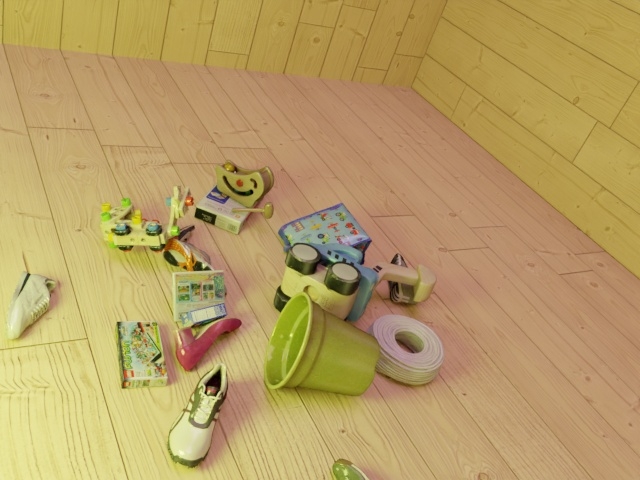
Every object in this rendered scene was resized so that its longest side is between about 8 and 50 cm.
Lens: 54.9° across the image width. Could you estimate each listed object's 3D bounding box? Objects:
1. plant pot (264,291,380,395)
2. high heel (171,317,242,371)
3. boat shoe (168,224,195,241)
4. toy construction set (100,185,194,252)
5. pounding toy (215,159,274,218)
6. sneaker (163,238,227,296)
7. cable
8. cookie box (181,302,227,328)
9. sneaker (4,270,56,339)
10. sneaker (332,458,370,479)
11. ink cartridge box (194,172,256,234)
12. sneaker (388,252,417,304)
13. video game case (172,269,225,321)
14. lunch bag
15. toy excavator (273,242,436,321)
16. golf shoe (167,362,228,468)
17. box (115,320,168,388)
[{"bbox_3d":[0.015,0.315,1.718,0.254,0.276,0.276,23,31,-19],"label":"plant pot"},{"bbox_3d":[-0.305,0.288,1.740,0.244,0.082,0.117,-4,72,-55],"label":"high heel"},{"bbox_3d":[-0.469,-0.017,2.095,0.043,0.049,0.137,64,31,-11],"label":"boat shoe"},{"bbox_3d":[-0.553,-0.061,1.951,0.328,0.151,0.215,-12,29,15],"label":"toy construction set"},{"bbox_3d":[-0.276,-0.199,2.249,0.270,0.154,0.155,30,34,14],"label":"pounding toy"},{"bbox_3d":[-0.373,0.086,1.958,0.262,0.099,0.121,44,21,18],"label":"sneaker"},{"bbox_3d":[0.265,0.337,1.945,0.257,0.089,0.257,26,33,8],"label":"cable"},{"bbox_3d":[-0.334,0.218,1.770,0.107,0.092,0.040,-12,79,-31],"label":"cookie box"},{"bbox_3d":[-0.766,0.170,1.626,0.095,0.090,0.235,19,33,-21],"label":"sneaker"},{"bbox_3d":[0.087,0.612,1.470,0.192,0.064,0.086,41,33,23],"label":"sneaker"},{"bbox_3d":[-0.328,-0.164,2.365,0.176,0.069,0.371,22,35,2],"label":"ink cartridge box"},{"bbox_3d":[0.321,0.153,2.262,0.132,0.086,0.228,19,43,-12],"label":"sneaker"},{"bbox_3d":[-0.359,0.162,1.826,0.157,0.143,0.019,-1,-2,-30],"label":"video game case"},{"bbox_3d":[0.000,0.000,2.270,0.293,0.138,0.221,-12,47,-28],"label":"lunch bag"},{"bbox_3d":[0.129,0.123,2.035,0.433,0.222,0.445,27,32,17],"label":"toy excavator"},{"bbox_3d":[-0.294,0.416,1.497,0.105,0.120,0.272,20,34,-5],"label":"golf shoe"},{"bbox_3d":[-0.478,0.299,1.637,0.114,0.036,0.207,2,37,-26],"label":"box"}]
